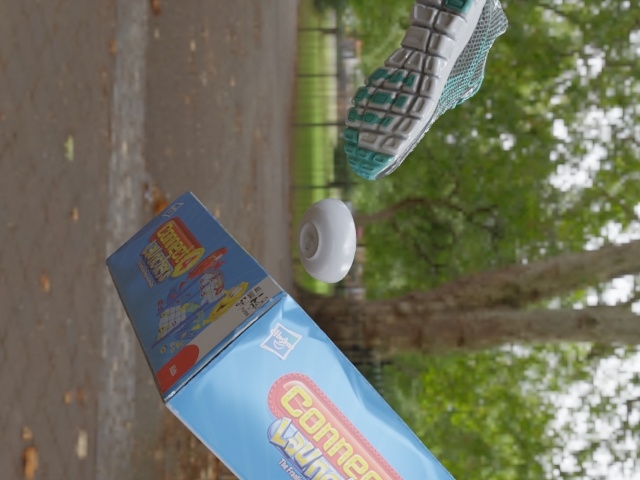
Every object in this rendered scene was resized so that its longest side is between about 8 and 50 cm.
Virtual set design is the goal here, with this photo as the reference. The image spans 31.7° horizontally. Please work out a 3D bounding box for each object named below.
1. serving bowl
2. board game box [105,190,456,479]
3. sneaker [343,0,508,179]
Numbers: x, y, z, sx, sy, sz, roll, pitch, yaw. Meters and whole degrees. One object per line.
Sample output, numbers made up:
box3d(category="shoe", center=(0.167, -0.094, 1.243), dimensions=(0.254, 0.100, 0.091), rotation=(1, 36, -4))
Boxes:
box3d(category="serving bowl", center=(0.000, 0.000, 1.095), dimensions=(0.083, 0.027, 0.083), rotation=(0, -90, 57))
box3d(category="board game box", center=(0.003, 0.128, 0.759), dimensions=(0.308, 0.086, 0.302), rotation=(49, -4, -21))
box3d(category="sneaker", center=(0.080, -0.109, 0.777), dimensions=(0.076, 0.065, 0.166), rotation=(32, 89, -49))
